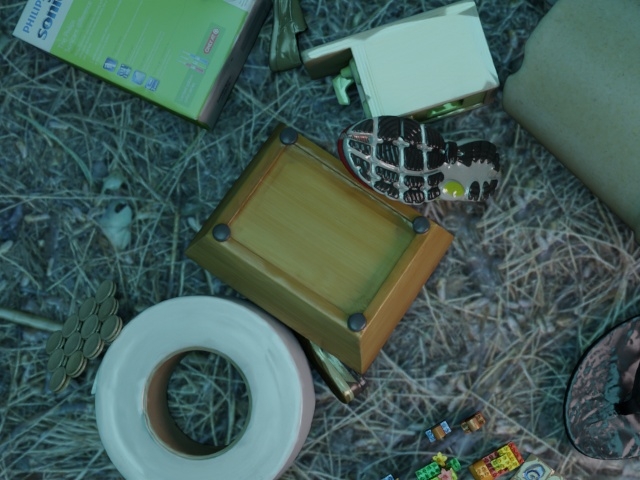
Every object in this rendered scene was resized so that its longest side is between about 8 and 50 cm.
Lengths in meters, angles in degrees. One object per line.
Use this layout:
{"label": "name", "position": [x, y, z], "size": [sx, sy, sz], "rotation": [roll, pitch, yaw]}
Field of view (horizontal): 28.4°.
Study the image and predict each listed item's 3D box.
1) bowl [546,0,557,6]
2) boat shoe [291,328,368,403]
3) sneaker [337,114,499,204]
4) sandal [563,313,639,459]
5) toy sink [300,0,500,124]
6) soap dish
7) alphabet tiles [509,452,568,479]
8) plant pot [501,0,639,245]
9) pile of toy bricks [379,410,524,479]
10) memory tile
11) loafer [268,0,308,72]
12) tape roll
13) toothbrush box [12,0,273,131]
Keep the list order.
{"label": "bowl", "position": [0.371, -0.461, 1.617], "size": [0.311, 0.311, 0.163], "rotation": [-33, 66, 2]}
{"label": "boat shoe", "position": [0.009, 0.149, 1.717], "size": [0.049, 0.056, 0.152], "rotation": [-28, 78, -20]}
{"label": "sneaker", "position": [0.111, -0.092, 1.625], "size": [0.118, 0.279, 0.107], "rotation": [2, 84, 45]}
{"label": "sandal", "position": [0.512, 0.138, 1.642], "size": [0.446, 0.107, 0.167], "rotation": [-30, 85, 3]}
{"label": "toy sink", "position": [0.107, -0.211, 1.675], "size": [0.234, 0.153, 0.131], "rotation": [-16, 86, 3]}
{"label": "soap dish", "position": [0.000, 0.000, 1.668], "size": [0.291, 0.118, 0.229], "rotation": [34, 76, 7]}
{"label": "alphabet tiles", "position": [0.317, 0.436, 1.694], "size": [0.237, 0.009, 0.198], "rotation": [38, 90, 5]}
{"label": "plant pot", "position": [0.410, -0.171, 1.584], "size": [0.305, 0.334, 0.334], "rotation": [38, 91, 16]}
{"label": "pile of toy bricks", "position": [0.157, 0.312, 1.665], "size": [0.212, 0.105, 0.118], "rotation": [-32, 85, 3]}
{"label": "memory tile", "position": [-0.321, 0.130, 1.713], "size": [0.148, 0.113, 0.012], "rotation": [-43, 127, 18]}
{"label": "loafer", "position": [-0.041, -0.304, 1.744], "size": [0.050, 0.056, 0.148], "rotation": [6, 97, 5]}
{"label": "tape roll", "position": [-0.154, 0.213, 1.691], "size": [0.286, 0.100, 0.286], "rotation": [0, 89, 10]}
{"label": "toothbrush box", "position": [-0.239, -0.304, 1.725], "size": [0.283, 0.122, 0.206], "rotation": [25, 90, 5]}
